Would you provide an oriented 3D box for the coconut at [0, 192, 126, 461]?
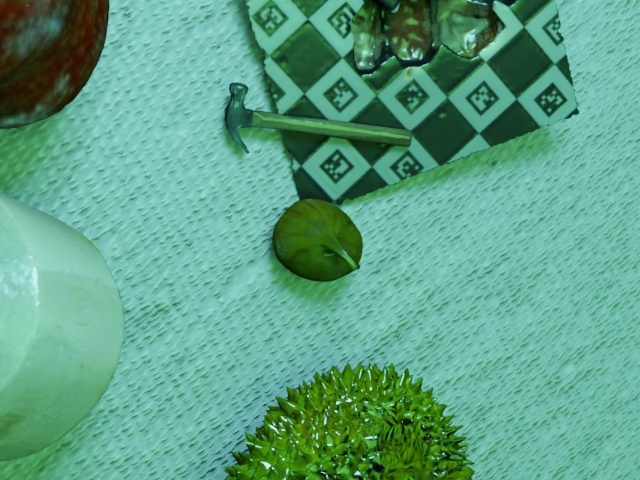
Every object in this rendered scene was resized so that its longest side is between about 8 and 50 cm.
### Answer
[{"bbox_3d":[-0.280,0.060,0.945,0.241,0.241,0.241,-2,96,-22],"label":"coconut"}]

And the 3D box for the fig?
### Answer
[{"bbox_3d":[0.000,0.000,1.130,0.082,0.098,0.084,-32,93,-14],"label":"fig"}]

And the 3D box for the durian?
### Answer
[{"bbox_3d":[0.029,0.256,1.098,0.291,0.224,0.291,0,90,-20],"label":"durian"}]

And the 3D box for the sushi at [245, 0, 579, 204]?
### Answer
[{"bbox_3d":[0.081,-0.194,1.158,0.290,0.050,0.264,-19,111,-5],"label":"sushi"}]

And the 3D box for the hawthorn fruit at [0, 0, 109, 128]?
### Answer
[{"bbox_3d":[-0.298,-0.201,0.910,0.284,0.284,0.284,-2,96,-22],"label":"hawthorn fruit"}]

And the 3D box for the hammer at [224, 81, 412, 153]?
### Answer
[{"bbox_3d":[-0.001,-0.104,1.138,0.182,0.017,0.062,7,108,-14],"label":"hammer"}]
